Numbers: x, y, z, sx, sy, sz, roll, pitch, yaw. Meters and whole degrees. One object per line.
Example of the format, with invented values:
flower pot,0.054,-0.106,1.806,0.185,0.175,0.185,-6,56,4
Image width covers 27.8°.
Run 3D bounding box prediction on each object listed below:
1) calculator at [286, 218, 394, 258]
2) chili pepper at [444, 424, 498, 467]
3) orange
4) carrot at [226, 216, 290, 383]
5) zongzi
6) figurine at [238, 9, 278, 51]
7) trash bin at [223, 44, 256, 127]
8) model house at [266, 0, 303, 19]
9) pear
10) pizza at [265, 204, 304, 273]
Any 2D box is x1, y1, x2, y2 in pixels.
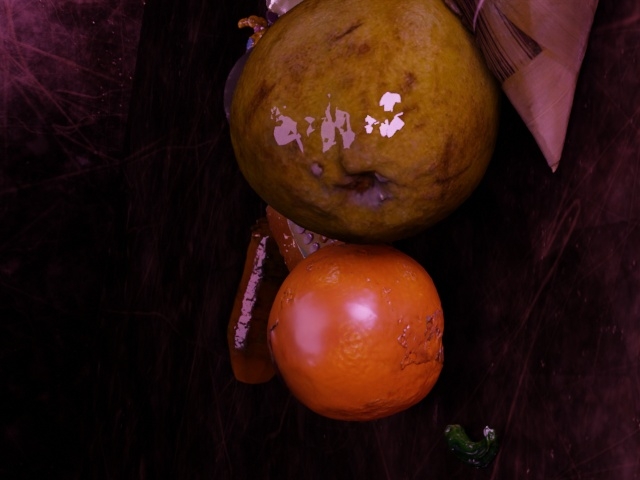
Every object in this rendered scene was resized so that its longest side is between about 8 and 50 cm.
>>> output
calculator,0.034,0.000,1.948,0.236,0.033,0.157,56,131,18
chili pepper,0.188,0.260,1.622,0.118,0.035,0.055,161,96,-71
orange,0.048,0.120,1.731,0.246,0.246,0.246,-174,90,-69
carrot,-0.097,0.102,2.289,0.114,0.114,0.302,-138,57,-64
zongzi,0.280,-0.266,1.427,0.274,0.145,0.300,-42,63,52
figurine,-0.111,-0.359,2.434,0.095,0.115,0.156,-91,18,-45
trash bin,-0.023,-0.234,2.055,0.252,0.203,0.301,62,165,-13
model house,0.010,-0.440,2.159,0.211,0.170,0.194,-34,-53,-82
pear,0.064,-0.162,1.638,0.413,0.352,0.352,-80,9,-56
pizza,0.000,0.000,2.098,0.289,0.081,0.229,-7,83,62
